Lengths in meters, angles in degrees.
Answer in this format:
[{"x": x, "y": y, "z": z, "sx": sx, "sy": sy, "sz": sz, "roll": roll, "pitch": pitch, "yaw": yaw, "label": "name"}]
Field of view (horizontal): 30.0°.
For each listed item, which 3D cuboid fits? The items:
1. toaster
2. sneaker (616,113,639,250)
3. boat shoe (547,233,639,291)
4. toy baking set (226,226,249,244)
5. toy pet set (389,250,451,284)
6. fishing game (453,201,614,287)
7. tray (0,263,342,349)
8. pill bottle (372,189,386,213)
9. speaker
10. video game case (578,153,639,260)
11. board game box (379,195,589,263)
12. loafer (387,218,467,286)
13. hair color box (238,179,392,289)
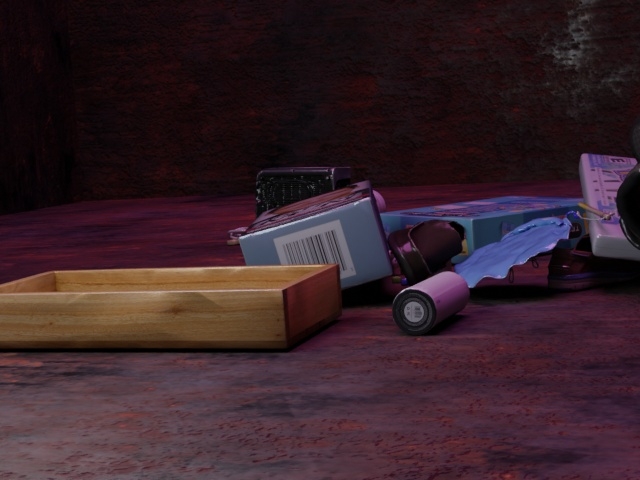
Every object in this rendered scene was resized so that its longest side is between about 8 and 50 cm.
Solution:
[{"x": -0.031, "y": -0.047, "z": 2.132, "sx": 0.185, "sy": 0.168, "sz": 0.110, "roll": 0, "pitch": 5, "yaw": 27, "label": "toaster"}, {"x": 0.465, "y": -0.084, "z": 1.492, "sx": 0.202, "sy": 0.185, "sz": 0.483, "roll": 6, "pitch": 23, "yaw": -3, "label": "sneaker"}, {"x": 0.382, "y": 0.025, "z": 1.633, "sx": 0.183, "sy": 0.066, "sz": 0.066, "roll": -10, "pitch": 10, "yaw": -42, "label": "boat shoe"}, {"x": -0.101, "y": -0.019, "z": 2.533, "sx": 0.196, "sy": 0.030, "sz": 0.256, "roll": -4, "pitch": 6, "yaw": -2, "label": "toy baking set"}, {"x": 0.148, "y": 0.023, "z": 1.807, "sx": 0.114, "sy": 0.065, "sz": 0.122, "roll": -6, "pitch": 7, "yaw": -22, "label": "toy pet set"}, {"x": 0.256, "y": 0.023, "z": 1.598, "sx": 0.264, "sy": 0.041, "sz": 0.189, "roll": -28, "pitch": 9, "yaw": -3, "label": "fishing game"}, {"x": -0.200, "y": 0.081, "z": 1.455, "sx": 0.410, "sy": 0.076, "sz": 0.203, "roll": -3, "pitch": 6, "yaw": 19, "label": "tray"}, {"x": 0.061, "y": -0.056, "z": 2.419, "sx": 0.108, "sy": 0.108, "sz": 0.180, "roll": -1, "pitch": 6, "yaw": 27, "label": "pill bottle"}, {"x": 0.132, "y": 0.072, "z": 1.406, "sx": 0.055, "sy": 0.055, "sz": 0.136, "roll": -1, "pitch": 6, "yaw": 23, "label": "speaker"}, {"x": 0.522, "y": -0.040, "z": 1.667, "sx": 0.299, "sy": 0.036, "sz": 0.329, "roll": 7, "pitch": 24, "yaw": 6, "label": "video game case"}, {"x": 0.301, "y": -0.021, "z": 2.065, "sx": 0.336, "sy": 0.079, "sz": 0.253, "roll": -8, "pitch": 8, "yaw": -35, "label": "board game box"}, {"x": 0.154, "y": 0.002, "z": 1.665, "sx": 0.078, "sy": 0.080, "sz": 0.220, "roll": -27, "pitch": 4, "yaw": 20, "label": "loafer"}, {"x": 0.000, "y": 0.000, "z": 1.737, "sx": 0.185, "sy": 0.114, "sz": 0.374, "roll": -16, "pitch": 5, "yaw": 4, "label": "hair color box"}]
